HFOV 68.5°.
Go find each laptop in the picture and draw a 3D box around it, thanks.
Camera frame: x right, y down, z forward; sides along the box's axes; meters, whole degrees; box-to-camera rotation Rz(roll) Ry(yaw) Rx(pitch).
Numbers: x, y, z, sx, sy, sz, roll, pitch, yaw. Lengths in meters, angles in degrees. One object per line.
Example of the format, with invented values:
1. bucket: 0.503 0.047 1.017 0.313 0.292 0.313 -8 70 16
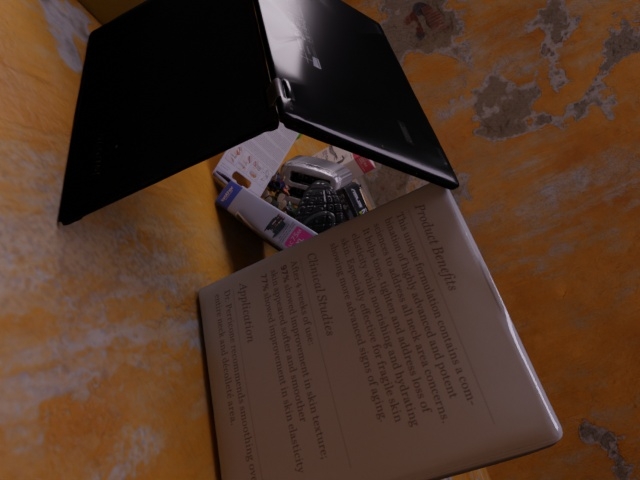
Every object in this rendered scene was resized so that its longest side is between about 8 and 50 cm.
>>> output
1. laptop: -0.087 -0.192 0.646 0.407 0.236 0.382 13 47 -33

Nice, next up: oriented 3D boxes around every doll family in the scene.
1. doll family: -0.104 -0.114 1.135 0.111 0.075 0.193 30 35 -59

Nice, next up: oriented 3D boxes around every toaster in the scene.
1. toaster: -0.011 -0.149 1.269 0.146 0.226 0.129 -42 148 -68

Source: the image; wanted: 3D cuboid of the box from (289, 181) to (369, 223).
1. box: 0.046 0.019 1.165 0.060 0.216 0.270 -34 100 -52

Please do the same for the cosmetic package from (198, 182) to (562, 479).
1. cosmetic package: 0.087 0.187 0.698 0.327 0.393 0.330 43 27 -56

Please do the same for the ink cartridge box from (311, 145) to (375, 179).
1. ink cartridge box: 0.080 -0.296 1.781 0.092 0.217 0.159 45 24 -41

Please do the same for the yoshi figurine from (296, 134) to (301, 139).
1. yoshi figurine: -0.123 -0.323 1.187 0.362 0.203 0.203 -63 135 -74

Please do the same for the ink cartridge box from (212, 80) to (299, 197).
1. ink cartridge box: -0.139 -0.211 1.005 0.056 0.225 0.181 31 -2 28

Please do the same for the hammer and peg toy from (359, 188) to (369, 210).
1. hammer and peg toy: 0.123 -0.076 1.771 0.266 0.127 0.361 67 14 11

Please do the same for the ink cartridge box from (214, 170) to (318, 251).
1. ink cartridge box: -0.074 -0.013 0.897 0.311 0.065 0.186 35 -5 33

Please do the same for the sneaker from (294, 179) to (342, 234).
1. sneaker: -0.020 -0.001 1.080 0.130 0.108 0.287 -116 -149 -67

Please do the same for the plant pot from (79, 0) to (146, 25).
1. plant pot: -0.284 -0.475 0.749 0.212 0.187 0.213 45 40 -55
